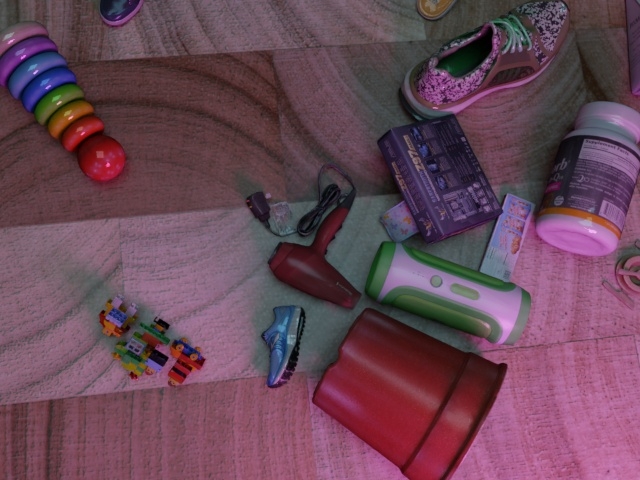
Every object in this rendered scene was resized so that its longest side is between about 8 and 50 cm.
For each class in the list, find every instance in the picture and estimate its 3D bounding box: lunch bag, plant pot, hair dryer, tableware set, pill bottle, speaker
[{"bbox_3d":[0.168,-0.041,1.478,0.083,0.053,0.071,-33,82,15],"label":"lunch bag"},{"bbox_3d":[0.145,0.268,1.315,0.265,0.272,0.272,30,77,9],"label":"plant pot"},{"bbox_3d":[0.000,0.000,1.441,0.223,0.080,0.294,-19,81,-9],"label":"hair dryer"},{"bbox_3d":[0.686,0.102,1.499,0.194,0.039,0.128,41,78,4],"label":"tableware set"},{"bbox_3d":[0.540,-0.123,1.473,0.162,0.162,0.279,21,76,0],"label":"pill bottle"},{"bbox_3d":[0.240,0.100,1.415,0.296,0.131,0.131,20,77,0],"label":"speaker"}]

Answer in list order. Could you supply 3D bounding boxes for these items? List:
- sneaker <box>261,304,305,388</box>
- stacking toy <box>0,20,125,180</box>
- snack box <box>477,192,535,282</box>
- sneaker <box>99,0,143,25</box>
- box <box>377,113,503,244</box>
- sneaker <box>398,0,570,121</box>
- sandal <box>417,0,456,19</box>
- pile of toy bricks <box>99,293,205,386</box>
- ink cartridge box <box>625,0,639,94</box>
[{"bbox_3d":[-0.079,0.200,1.411,0.073,0.063,0.162,9,72,15],"label":"sneaker"},{"bbox_3d":[-0.495,-0.256,1.437,0.141,0.141,0.330,-39,91,-12],"label":"stacking toy"},{"bbox_3d":[0.377,-0.004,1.504,0.064,0.022,0.178,22,77,1],"label":"snack box"},{"bbox_3d":[-0.382,-0.554,1.485,0.086,0.163,0.226,28,78,0],"label":"sneaker"},{"bbox_3d":[0.237,-0.125,1.464,0.183,0.059,0.233,-19,79,-36],"label":"box"},{"bbox_3d":[0.357,-0.386,1.502,0.410,0.182,0.158,-33,82,-11],"label":"sneaker"},{"bbox_3d":[0.292,-0.583,1.545,0.102,0.076,0.265,29,103,1],"label":"sandal"},{"bbox_3d":[-0.328,0.207,1.366,0.212,0.118,0.105,34,109,-6],"label":"pile of toy bricks"},{"bbox_3d":[0.830,-0.496,1.615,0.308,0.091,0.385,3,79,-5],"label":"ink cartridge box"}]
